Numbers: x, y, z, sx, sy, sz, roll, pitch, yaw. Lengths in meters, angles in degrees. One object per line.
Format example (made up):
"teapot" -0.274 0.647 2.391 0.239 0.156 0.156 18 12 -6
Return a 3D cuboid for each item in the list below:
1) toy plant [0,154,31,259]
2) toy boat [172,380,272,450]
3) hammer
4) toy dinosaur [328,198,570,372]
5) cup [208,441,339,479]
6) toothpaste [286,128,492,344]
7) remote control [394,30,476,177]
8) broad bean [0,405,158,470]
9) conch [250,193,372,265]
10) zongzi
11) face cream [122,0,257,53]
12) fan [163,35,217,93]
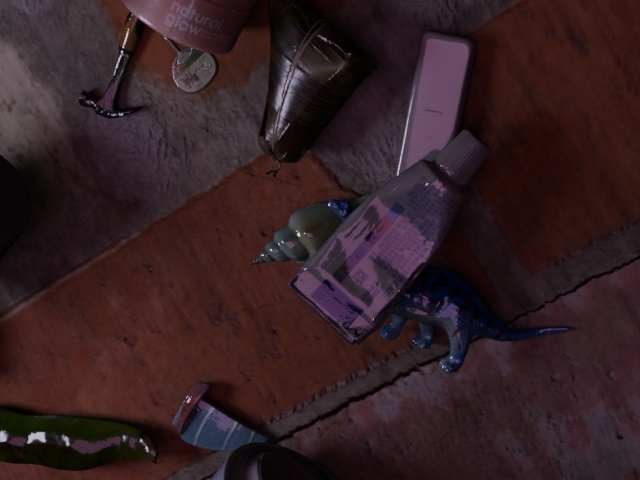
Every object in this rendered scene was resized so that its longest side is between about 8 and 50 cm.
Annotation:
"toy plant" -0.544 0.029 1.899 0.279 0.185 0.400 29 134 -26
"toy boat" -0.129 0.247 1.916 0.122 0.034 0.096 33 116 4
"hammer" -0.236 -0.243 1.826 0.078 0.021 0.201 25 110 8
"toy dinosaur" 0.124 0.084 1.780 0.329 0.076 0.144 30 105 -2
"cup" -0.106 0.454 1.852 0.253 0.253 0.371 41 114 3
"toothpaste" 0.094 -0.013 1.720 0.282 0.068 0.099 -49 59 7
"remote control" 0.130 -0.118 1.753 0.067 0.029 0.261 13 105 13
"broad bean" -0.371 0.268 1.975 0.339 0.061 0.077 6 94 14
"conch" -0.001 -0.001 1.797 0.180 0.065 0.088 -23 95 5
"zongzi" -0.051 -0.201 1.761 0.184 0.084 0.187 46 116 16
"face cream" -0.146 -0.299 1.717 0.149 0.149 0.104 32 111 6
"fan" -0.168 -0.215 1.823 0.080 0.003 0.060 23 108 9
